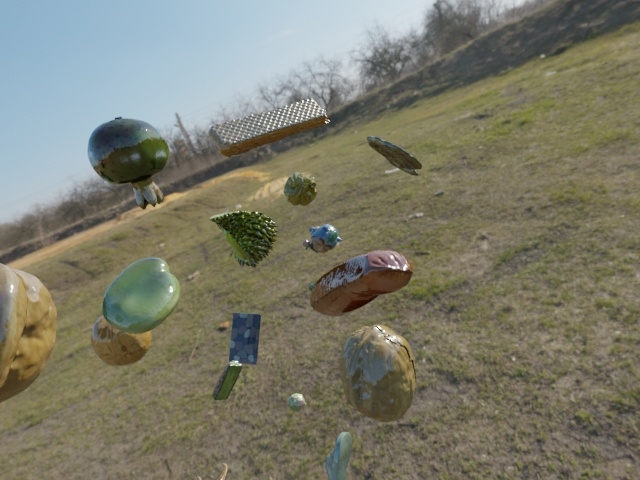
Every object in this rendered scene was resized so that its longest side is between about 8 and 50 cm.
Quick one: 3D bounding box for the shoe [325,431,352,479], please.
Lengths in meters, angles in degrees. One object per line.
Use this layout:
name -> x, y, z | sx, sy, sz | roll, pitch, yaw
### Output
shoe -> 0.045, 0.706, 1.306 | 0.078, 0.195, 0.079 | 2, -7, 37

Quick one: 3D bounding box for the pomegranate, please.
pomegranate -> -0.286, -0.116, 0.626 | 0.115, 0.142, 0.114 | -13, 21, 5

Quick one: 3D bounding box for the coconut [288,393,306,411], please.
coconut -> -0.112, 0.758, 1.917 | 0.081, 0.082, 0.083 | -19, -3, -45

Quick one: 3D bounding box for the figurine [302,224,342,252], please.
figurine -> -0.005, -0.001, 1.655 | 0.144, 0.114, 0.178 | -42, 22, -14

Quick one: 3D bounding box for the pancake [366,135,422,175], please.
pancake -> 0.237, -0.277, 1.324 | 0.029, 0.212, 0.235 | -57, -14, 5

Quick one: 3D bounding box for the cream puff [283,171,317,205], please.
cream puff -> -0.089, -0.226, 1.785 | 0.156, 0.156, 0.121 | -3, 38, 50

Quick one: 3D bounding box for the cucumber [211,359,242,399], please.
cucumber -> -0.420, 0.618, 1.832 | 0.078, 0.211, 0.062 | 9, 24, -37

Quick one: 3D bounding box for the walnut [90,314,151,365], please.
walnut -> -0.730, 0.355, 1.505 | 0.196, 0.221, 0.195 | -2, 38, 2

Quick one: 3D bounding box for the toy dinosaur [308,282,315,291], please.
toy dinosaur -> 0.011, 0.156, 1.211 | 0.059, 0.096, 0.132 | -64, 4, -9

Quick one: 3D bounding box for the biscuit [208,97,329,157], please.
biscuit -> -0.141, -0.339, 1.214 | 0.379, 0.094, 0.054 | -25, -25, -26

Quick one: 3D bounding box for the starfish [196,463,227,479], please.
starfish -> -0.424, 0.922, 1.468 | 0.138, 0.050, 0.247 | -20, 13, 20

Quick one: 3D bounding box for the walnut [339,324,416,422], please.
walnut -> 0.141, 0.328, 1.027 | 0.198, 0.244, 0.198 | -3, 9, 1

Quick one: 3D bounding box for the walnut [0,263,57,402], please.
walnut -> -0.882, 0.243, 1.061 | 0.384, 0.383, 0.383 | -20, 14, 5

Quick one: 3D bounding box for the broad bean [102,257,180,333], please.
broad bean -> -0.416, 0.124, 0.951 | 0.169, 0.100, 0.228 | -16, 31, -23

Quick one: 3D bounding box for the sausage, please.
sausage -> 0.067, 0.088, 0.835 | 0.097, 0.093, 0.348 | 7, -23, -20

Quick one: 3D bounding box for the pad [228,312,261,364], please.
pad -> -0.362, 0.465, 1.952 | 0.158, 0.234, 0.003 | -1, -12, 22

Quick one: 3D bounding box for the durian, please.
durian -> -0.240, -0.014, 1.344 | 0.158, 0.169, 0.352 | -61, -11, -17
